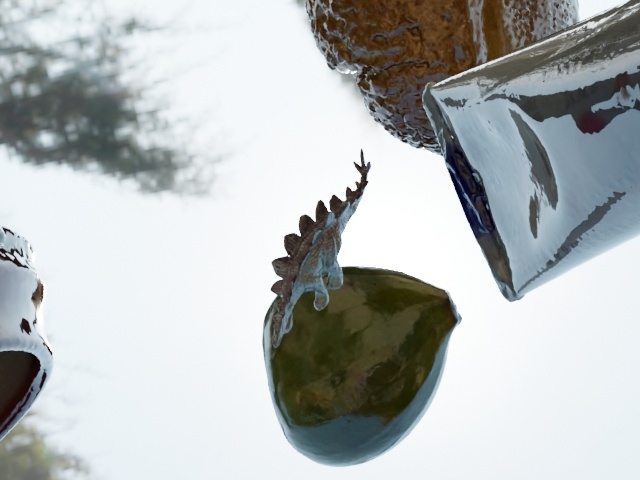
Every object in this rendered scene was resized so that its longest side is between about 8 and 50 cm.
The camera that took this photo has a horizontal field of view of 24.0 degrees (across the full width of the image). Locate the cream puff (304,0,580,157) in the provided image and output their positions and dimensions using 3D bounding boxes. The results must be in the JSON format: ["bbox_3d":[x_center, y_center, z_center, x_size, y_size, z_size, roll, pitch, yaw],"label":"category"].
[{"bbox_3d":[0.106,-0.222,1.400,0.212,0.303,0.303,2,-148,34],"label":"cream puff"}]

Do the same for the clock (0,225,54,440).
[{"bbox_3d":[-0.247,0.092,0.592,0.318,0.318,0.080,-29,-101,-30],"label":"clock"}]

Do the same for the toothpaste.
[{"bbox_3d":[0.114,-0.046,0.498,0.066,0.100,0.323,-23,179,-22],"label":"toothpaste"}]

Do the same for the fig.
[{"bbox_3d":[0.049,0.121,1.550,0.225,0.203,0.203,-24,-153,20],"label":"fig"}]

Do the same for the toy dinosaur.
[{"bbox_3d":[0.002,0.000,1.305,0.039,0.082,0.209,16,-118,23],"label":"toy dinosaur"}]
